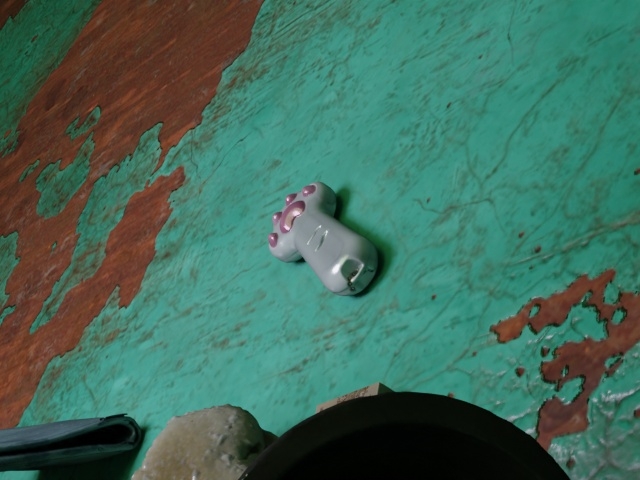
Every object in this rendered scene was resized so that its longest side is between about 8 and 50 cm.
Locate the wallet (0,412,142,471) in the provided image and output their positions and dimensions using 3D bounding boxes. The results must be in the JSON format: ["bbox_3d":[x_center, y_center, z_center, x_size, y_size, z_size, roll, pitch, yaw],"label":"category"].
[{"bbox_3d":[-0.380,0.235,1.454,0.251,0.290,0.054,-15,77,48],"label":"wallet"}]

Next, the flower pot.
[{"bbox_3d":[0.038,0.239,0.853,0.269,0.269,0.166,-66,7,-16],"label":"flower pot"}]

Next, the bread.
[{"bbox_3d":[-0.115,0.285,1.101,0.183,0.102,0.337,-4,42,40],"label":"bread"}]

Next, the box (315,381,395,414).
[{"bbox_3d":[0.027,0.160,1.140,0.083,0.024,0.053,-30,38,43],"label":"box"}]

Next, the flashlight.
[{"bbox_3d":[0.000,0.000,1.322,0.093,0.047,0.200,-54,27,4],"label":"flashlight"}]
